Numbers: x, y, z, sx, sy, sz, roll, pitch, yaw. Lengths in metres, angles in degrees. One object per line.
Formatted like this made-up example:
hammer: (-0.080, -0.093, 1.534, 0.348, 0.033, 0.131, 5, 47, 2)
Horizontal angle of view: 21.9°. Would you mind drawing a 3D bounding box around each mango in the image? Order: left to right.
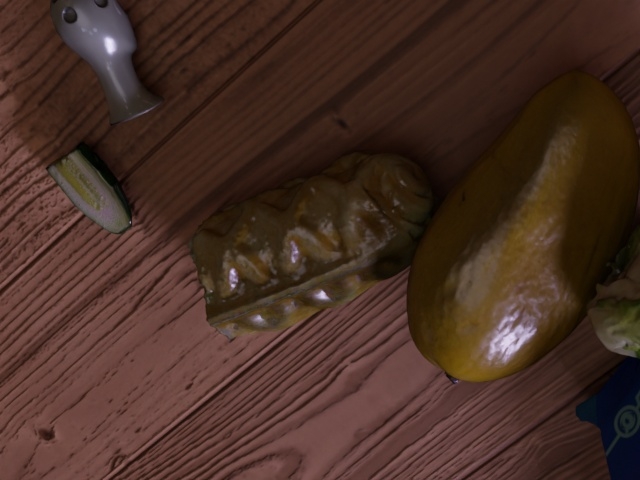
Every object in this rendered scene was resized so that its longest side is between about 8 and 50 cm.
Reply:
mango: (0.212, -0.001, 1.652, 0.195, 0.142, 0.331, 30, 103, -32)

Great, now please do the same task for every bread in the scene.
bread: (0.000, 0.000, 1.721, 0.268, 0.130, 0.152, -23, 139, 20)

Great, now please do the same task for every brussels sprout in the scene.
brussels sprout: (0.351, 0.051, 1.579, 0.145, 0.131, 0.183, 36, 118, -6)

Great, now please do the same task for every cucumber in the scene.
cucumber: (-0.242, -0.057, 1.807, 0.067, 0.035, 0.107, -31, 102, 40)

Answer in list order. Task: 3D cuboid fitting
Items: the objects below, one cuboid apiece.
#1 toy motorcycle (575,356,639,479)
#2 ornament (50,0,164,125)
toy motorcycle: (0.360, 0.231, 1.685, 0.200, 0.191, 0.326, -12, 73, 38)
ornament: (-0.224, -0.203, 1.731, 0.075, 0.081, 0.156, -6, 115, 55)
